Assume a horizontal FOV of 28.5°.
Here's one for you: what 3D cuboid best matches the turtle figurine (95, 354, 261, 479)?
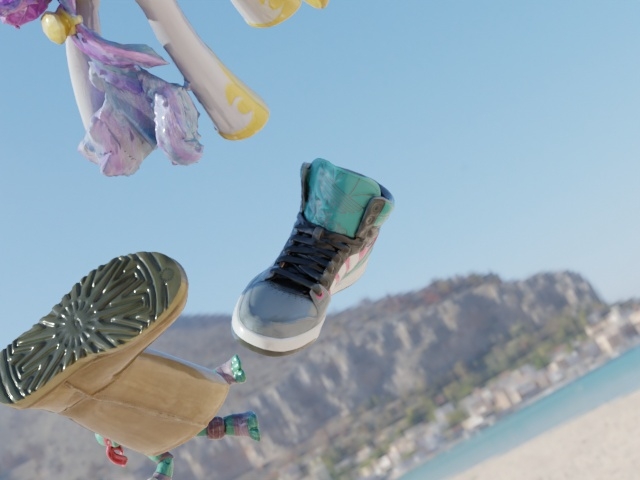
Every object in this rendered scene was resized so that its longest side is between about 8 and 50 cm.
[{"bbox_3d":[-0.203,0.234,1.616,0.234,0.175,0.118,-17,25,-11],"label":"turtle figurine"}]

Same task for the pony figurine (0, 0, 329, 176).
[{"bbox_3d":[-0.141,-0.217,0.838,0.351,0.302,0.363,-45,-40,-24],"label":"pony figurine"}]

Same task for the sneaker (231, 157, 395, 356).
[{"bbox_3d":[0.000,0.000,1.466,0.295,0.123,0.178,-49,-22,-55],"label":"sneaker"}]

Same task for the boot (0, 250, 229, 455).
[{"bbox_3d":[-0.173,0.123,1.291,0.236,0.089,0.269,-30,-30,15],"label":"boot"}]
